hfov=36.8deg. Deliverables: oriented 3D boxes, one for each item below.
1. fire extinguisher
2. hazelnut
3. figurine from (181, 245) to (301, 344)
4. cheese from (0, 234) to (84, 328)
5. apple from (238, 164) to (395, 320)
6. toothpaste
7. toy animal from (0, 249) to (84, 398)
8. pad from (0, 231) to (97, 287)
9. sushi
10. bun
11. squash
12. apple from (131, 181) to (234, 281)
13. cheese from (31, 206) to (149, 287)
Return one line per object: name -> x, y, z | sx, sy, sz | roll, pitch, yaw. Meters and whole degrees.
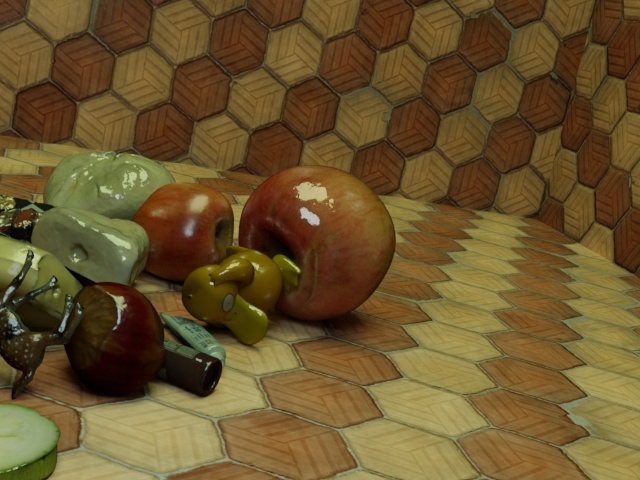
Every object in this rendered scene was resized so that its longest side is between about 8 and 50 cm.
fire extinguisher -> -0.288, 0.216, 1.760 | 0.231, 0.071, 0.099 | 17, -14, 24
hazelnut -> -0.360, 0.167, 1.658 | 0.170, 0.201, 0.160 | -11, -15, 0
figurine -> -0.174, 0.105, 2.024 | 0.215, 0.215, 0.228 | 15, 34, 12
cheese -> -0.600, 0.066, 1.793 | 0.316, 0.128, 0.259 | 9, -30, 21
apple -> 0.000, 0.000, 2.220 | 0.364, 0.364, 0.364 | 12, 14, -3
toothpaste -> -0.246, 0.195, 1.909 | 0.069, 0.047, 0.268 | -15, 22, -23
toy animal -> -0.544, 0.138, 1.584 | 0.243, 0.260, 0.087 | 41, -14, 29
pad -> -0.489, 0.078, 1.861 | 0.300, 0.005, 0.202 | 29, -21, -7
sushi -> -0.684, -0.034, 2.231 | 0.290, 0.050, 0.264 | 14, 38, 8
bun -> -0.555, -0.128, 2.491 | 0.361, 0.213, 0.361 | -7, 16, 2
squash -> -0.481, 0.290, 1.350 | 0.219, 0.041, 0.219 | 7, 16, -2
apple -> -0.338, -0.024, 2.310 | 0.241, 0.242, 0.242 | 10, 12, 19
cheese -> -0.501, 0.022, 2.112 | 0.248, 0.173, 0.251 | 22, 15, 2
